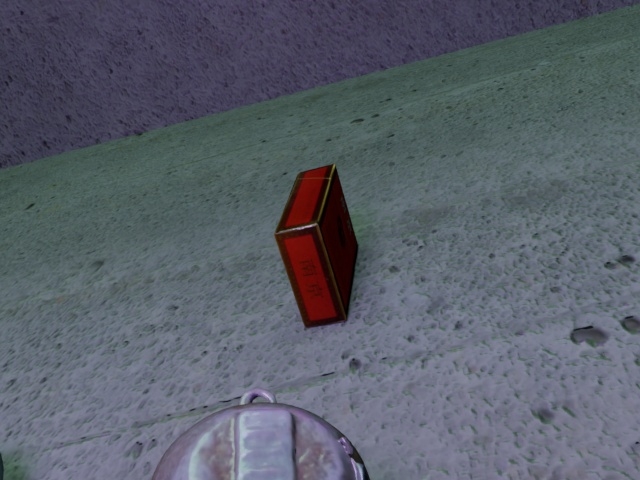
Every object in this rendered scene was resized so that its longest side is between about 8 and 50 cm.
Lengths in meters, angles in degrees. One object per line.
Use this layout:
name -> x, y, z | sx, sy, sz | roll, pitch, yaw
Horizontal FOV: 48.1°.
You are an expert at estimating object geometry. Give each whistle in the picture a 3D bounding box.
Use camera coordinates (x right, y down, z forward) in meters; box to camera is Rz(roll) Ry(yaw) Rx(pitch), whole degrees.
whistle -> -0.042, 0.265, 0.526 | 0.189, 0.189, 0.348 | -14, 45, 7

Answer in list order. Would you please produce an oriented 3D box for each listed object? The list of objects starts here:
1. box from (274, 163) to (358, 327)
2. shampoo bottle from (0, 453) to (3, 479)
box -> 0.001, 0.000, 1.062 | 0.074, 0.153, 0.240 | -16, 22, 13
shampoo bottle -> -0.445, 0.300, 0.676 | 0.221, 0.151, 0.349 | -17, 22, 22
